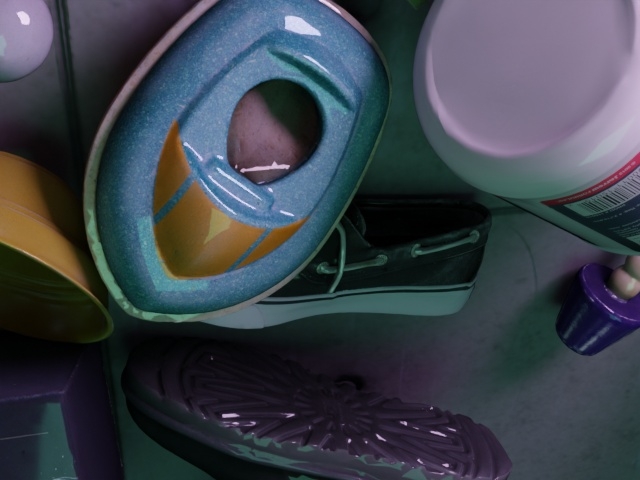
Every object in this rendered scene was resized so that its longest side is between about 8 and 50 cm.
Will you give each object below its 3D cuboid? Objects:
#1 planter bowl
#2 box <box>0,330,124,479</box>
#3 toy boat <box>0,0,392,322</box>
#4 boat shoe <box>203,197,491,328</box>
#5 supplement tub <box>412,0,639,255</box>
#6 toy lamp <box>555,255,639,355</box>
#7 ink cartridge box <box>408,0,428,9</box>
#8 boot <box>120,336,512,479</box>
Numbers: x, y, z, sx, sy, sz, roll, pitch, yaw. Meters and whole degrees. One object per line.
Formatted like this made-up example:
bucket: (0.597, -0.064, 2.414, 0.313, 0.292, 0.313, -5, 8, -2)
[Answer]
planter bowl: (-0.244, -0.008, 0.977, 0.217, 0.090, 0.217, 16, 156, 7)
box: (-0.335, 0.255, 1.062, 0.343, 0.179, 0.312, -8, 104, 1)
toy boat: (-0.111, -0.083, 0.888, 0.318, 0.148, 0.267, 29, 94, -22)
boat shoe: (0.002, 0.003, 1.056, 0.306, 0.113, 0.105, 4, 125, -20)
supplement tub: (0.208, -0.095, 0.918, 0.191, 0.191, 0.272, -39, 148, 22)
toy lamp: (0.304, -0.004, 1.145, 0.080, 0.080, 0.274, 16, 124, -26)
ink cartridge box: (0.115, -0.262, 0.864, 0.209, 0.062, 0.109, -33, 132, 18)
boot: (-0.066, 0.341, 1.224, 0.367, 0.146, 0.445, 19, 113, -6)
